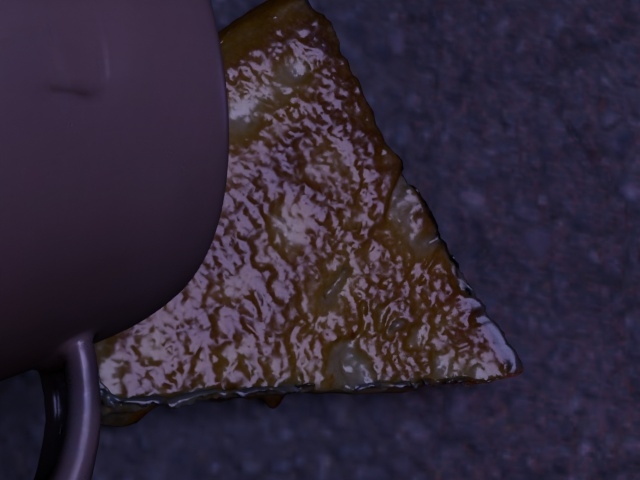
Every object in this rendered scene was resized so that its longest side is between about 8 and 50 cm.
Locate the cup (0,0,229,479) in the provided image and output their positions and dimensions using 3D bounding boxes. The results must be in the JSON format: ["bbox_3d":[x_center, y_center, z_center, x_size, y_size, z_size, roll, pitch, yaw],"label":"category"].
[{"bbox_3d":[-0.137,-0.008,0.478,0.200,0.191,0.253,-15,78,-30],"label":"cup"}]

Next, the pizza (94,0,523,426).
[{"bbox_3d":[0.000,0.000,0.624,0.176,0.036,0.185,20,71,-16],"label":"pizza"}]
